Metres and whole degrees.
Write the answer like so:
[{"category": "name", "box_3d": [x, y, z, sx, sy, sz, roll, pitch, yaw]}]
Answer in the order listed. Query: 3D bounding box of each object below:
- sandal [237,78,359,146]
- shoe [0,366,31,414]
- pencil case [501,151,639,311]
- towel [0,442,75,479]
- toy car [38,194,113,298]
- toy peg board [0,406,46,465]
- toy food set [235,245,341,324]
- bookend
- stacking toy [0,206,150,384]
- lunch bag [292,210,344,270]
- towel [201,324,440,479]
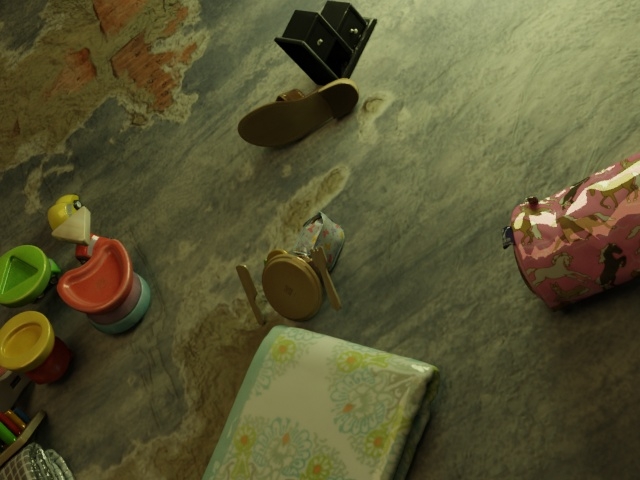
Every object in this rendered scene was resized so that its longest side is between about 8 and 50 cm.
[{"category": "sandal", "box_3d": [-0.037, -0.248, 2.089, 0.240, 0.088, 0.079, -20, 25, 15]}, {"category": "shoe", "box_3d": [-0.626, 0.290, 2.140, 0.081, 0.063, 0.178, -18, 21, 30]}, {"category": "pencil case", "box_3d": [0.458, -0.046, 1.594, 0.386, 0.167, 0.160, -27, 19, 19]}, {"category": "towel", "box_3d": [-0.525, 0.531, 1.947, 0.235, 0.121, 0.284, -42, 51, 8]}, {"category": "toy car", "box_3d": [-0.540, 0.030, 2.265, 0.225, 0.053, 0.239, -48, 50, 2]}, {"category": "toy peg board", "box_3d": [-0.609, 0.371, 2.056, 0.161, 0.079, 0.160, -42, 8, 7]}, {"category": "toy food set", "box_3d": [-0.046, 0.074, 1.902, 0.192, 0.038, 0.132, -12, 103, 36]}, {"category": "bookend", "box_3d": [0.012, -0.390, 2.063, 0.072, 0.156, 0.157, 16, 75, 38]}, {"category": "stacking toy", "box_3d": [-0.487, 0.113, 2.154, 0.309, 0.130, 0.279, -33, 51, 0]}, {"category": "lunch bag", "box_3d": [0.000, 0.000, 1.919, 0.053, 0.071, 0.083, 16, 77, 41]}, {"category": "towel", "box_3d": [-0.011, 0.335, 1.743, 0.320, 0.090, 0.375, 13, 74, 34]}]
